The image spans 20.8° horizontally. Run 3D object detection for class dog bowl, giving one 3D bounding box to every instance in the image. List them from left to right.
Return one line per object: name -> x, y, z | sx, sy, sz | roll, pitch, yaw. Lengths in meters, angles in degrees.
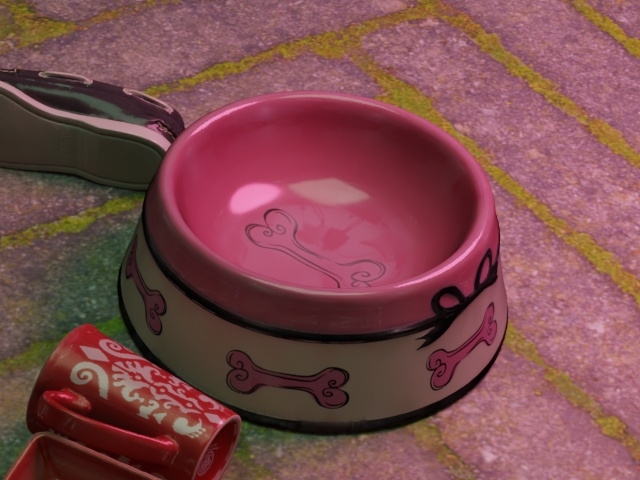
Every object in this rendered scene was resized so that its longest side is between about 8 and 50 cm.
dog bowl -> 0.000, 0.000, 1.771 | 0.408, 0.150, 0.408 | 3, 40, -3

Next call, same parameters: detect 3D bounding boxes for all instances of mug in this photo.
mug -> -0.175, 0.172, 1.575 | 0.169, 0.113, 0.150 | 26, 38, 15

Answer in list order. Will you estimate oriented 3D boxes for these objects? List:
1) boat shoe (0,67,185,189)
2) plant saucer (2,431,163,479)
boat shoe -> -0.301, -0.137, 1.933 | 0.303, 0.114, 0.091 | 19, 40, -4
plant saucer -> -0.184, 0.310, 1.419 | 0.259, 0.047, 0.258 | 21, 55, 16
